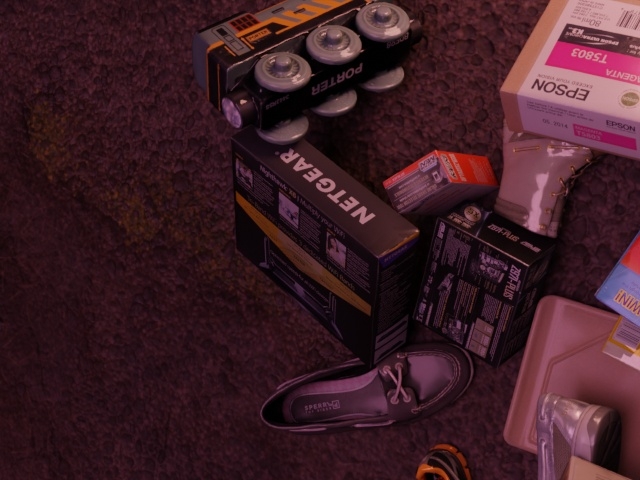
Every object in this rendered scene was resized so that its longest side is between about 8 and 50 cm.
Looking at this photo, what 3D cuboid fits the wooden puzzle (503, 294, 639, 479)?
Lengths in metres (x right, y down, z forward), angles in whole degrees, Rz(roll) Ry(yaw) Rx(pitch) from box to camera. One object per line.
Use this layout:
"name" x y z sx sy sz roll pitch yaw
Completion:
"wooden puzzle" 0.385 0.207 1.702 0.239 0.044 0.221 17 99 24

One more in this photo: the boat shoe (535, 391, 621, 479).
"boat shoe" 0.323 0.352 1.673 0.103 0.118 0.320 18 120 33

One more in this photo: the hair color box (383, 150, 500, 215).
"hair color box" 0.169 -0.077 1.743 0.093 0.167 0.053 -31 76 27

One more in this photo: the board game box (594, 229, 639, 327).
"board game box" 0.550 0.033 1.537 0.308 0.086 0.302 37 97 24

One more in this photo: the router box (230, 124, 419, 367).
"router box" 0.000 0.000 1.803 0.309 0.081 0.243 40 149 29

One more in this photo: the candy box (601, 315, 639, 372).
"candy box" 0.457 0.079 1.635 0.105 0.027 0.206 29 91 23

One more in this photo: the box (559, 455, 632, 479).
"box" 0.301 0.442 1.559 0.121 0.148 0.311 23 110 6

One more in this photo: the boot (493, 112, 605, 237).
"boot" 0.334 -0.084 1.701 0.213 0.077 0.165 12 97 35

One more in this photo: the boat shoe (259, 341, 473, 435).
"boat shoe" 0.062 0.228 1.855 0.335 0.095 0.112 -18 82 29

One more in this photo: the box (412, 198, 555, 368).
"box" 0.222 0.058 1.734 0.147 0.077 0.180 30 128 27

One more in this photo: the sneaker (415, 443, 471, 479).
"sneaker" 0.192 0.398 1.793 0.084 0.083 0.215 -32 77 25

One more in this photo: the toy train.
"toy train" -0.020 -0.267 1.782 0.190 0.334 0.142 45 151 30

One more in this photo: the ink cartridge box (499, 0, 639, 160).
"ink cartridge box" 0.376 -0.212 1.615 0.235 0.088 0.193 18 64 28
